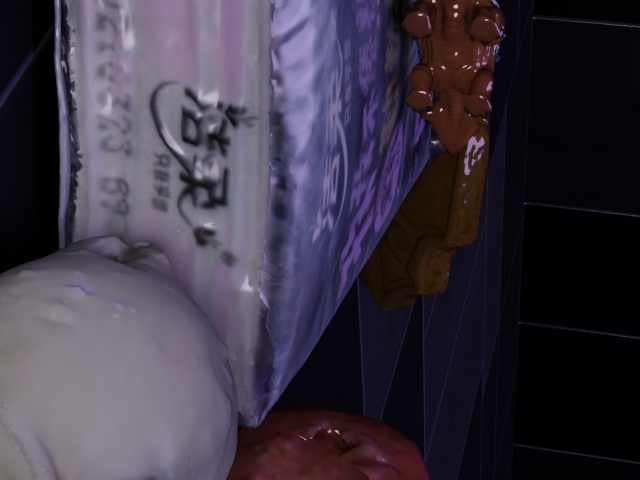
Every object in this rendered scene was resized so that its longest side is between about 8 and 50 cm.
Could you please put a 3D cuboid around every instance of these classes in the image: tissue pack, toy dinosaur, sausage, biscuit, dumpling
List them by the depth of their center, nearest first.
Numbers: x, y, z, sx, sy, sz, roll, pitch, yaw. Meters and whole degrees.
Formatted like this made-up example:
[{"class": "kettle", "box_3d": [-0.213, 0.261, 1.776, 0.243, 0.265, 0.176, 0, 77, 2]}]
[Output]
[{"class": "dumpling", "box_3d": [-0.097, 0.083, 0.547, 0.155, 0.111, 0.181, -53, 168, 22]}, {"class": "toy dinosaur", "box_3d": [0.067, -0.105, 0.747, 0.055, 0.049, 0.154, -66, 160, -50]}, {"class": "tissue pack", "box_3d": [-0.017, -0.101, 0.761, 0.361, 0.122, 0.259, -54, 147, -63]}, {"class": "sausage", "box_3d": [0.007, 0.194, 0.956, 0.280, 0.152, 0.152, 69, 30, -62]}, {"class": "biscuit", "box_3d": [0.044, -0.042, 1.053, 0.215, 0.034, 0.182, 112, -37, -46]}]
